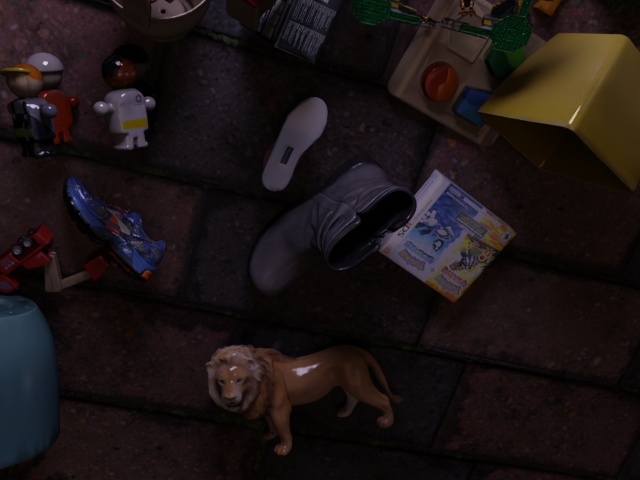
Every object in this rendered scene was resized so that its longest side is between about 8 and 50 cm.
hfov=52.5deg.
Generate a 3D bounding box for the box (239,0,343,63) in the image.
[{"bbox_3d":[-0.032,-0.383,0.984,0.078,0.147,0.180,13,111,-36],"label":"box"}]

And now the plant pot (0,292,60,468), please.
[{"bbox_3d":[-0.588,0.218,1.098,0.293,0.293,0.235,6,98,-11],"label":"plant pot"}]

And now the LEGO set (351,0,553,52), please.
[{"bbox_3d":[0.208,-0.448,0.997,0.332,0.192,0.254,7,135,7],"label":"LEGO set"}]

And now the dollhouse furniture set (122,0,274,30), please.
[{"bbox_3d":[-0.164,-0.413,0.867,0.259,0.135,0.262,33,71,3],"label":"dollhouse furniture set"}]

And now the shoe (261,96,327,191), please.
[{"bbox_3d":[-0.049,-0.173,1.112,0.064,0.081,0.178,25,110,-17],"label":"shoe"}]

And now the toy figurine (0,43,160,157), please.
[{"bbox_3d":[-0.356,-0.217,0.983,0.213,0.209,0.148,-5,107,-7],"label":"toy figurine"}]

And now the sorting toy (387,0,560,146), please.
[{"bbox_3d":[0.286,-0.337,1.115,0.229,0.041,0.307,26,107,-17],"label":"sorting toy"}]

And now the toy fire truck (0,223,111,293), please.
[{"bbox_3d":[-0.488,0.047,1.161,0.192,0.047,0.135,-35,114,8],"label":"toy fire truck"}]

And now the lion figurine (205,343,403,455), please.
[{"bbox_3d":[-0.024,0.282,1.297,0.392,0.142,0.240,-14,107,-18],"label":"lion figurine"}]

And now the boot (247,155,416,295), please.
[{"bbox_3d":[0.000,0.000,1.116,0.118,0.222,0.338,38,103,-21],"label":"boot"}]

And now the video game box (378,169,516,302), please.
[{"bbox_3d":[0.239,-0.004,1.246,0.205,0.048,0.187,33,107,-19],"label":"video game box"}]

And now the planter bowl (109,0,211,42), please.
[{"bbox_3d":[-0.239,-0.368,0.972,0.162,0.109,0.162,3,73,-8],"label":"planter bowl"}]

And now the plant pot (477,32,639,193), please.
[{"bbox_3d":[0.439,-0.227,1.088,0.212,0.212,0.187,31,90,-33],"label":"plant pot"}]

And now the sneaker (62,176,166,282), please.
[{"bbox_3d":[-0.362,-0.028,1.138,0.221,0.083,0.087,48,62,-13],"label":"sneaker"}]
